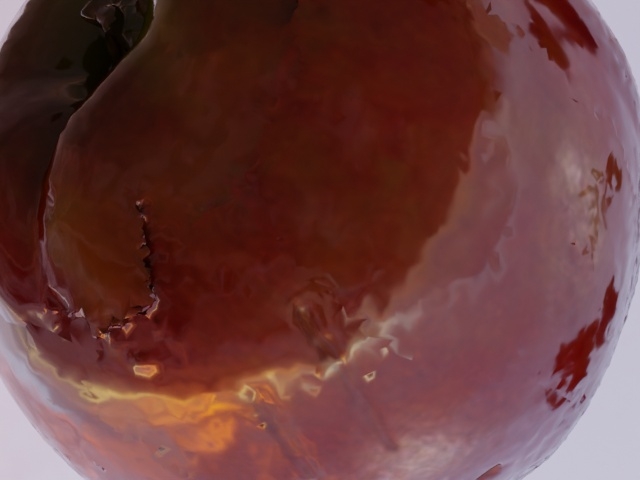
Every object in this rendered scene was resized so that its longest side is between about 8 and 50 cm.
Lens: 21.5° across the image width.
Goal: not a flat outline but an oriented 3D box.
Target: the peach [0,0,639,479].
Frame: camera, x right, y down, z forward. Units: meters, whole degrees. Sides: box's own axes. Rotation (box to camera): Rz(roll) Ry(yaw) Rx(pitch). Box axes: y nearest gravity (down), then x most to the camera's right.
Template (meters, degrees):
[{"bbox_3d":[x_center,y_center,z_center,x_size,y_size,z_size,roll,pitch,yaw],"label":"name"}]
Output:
[{"bbox_3d":[0.000,0.000,0.456,0.197,0.197,0.197,-20,-129,27],"label":"peach"}]
